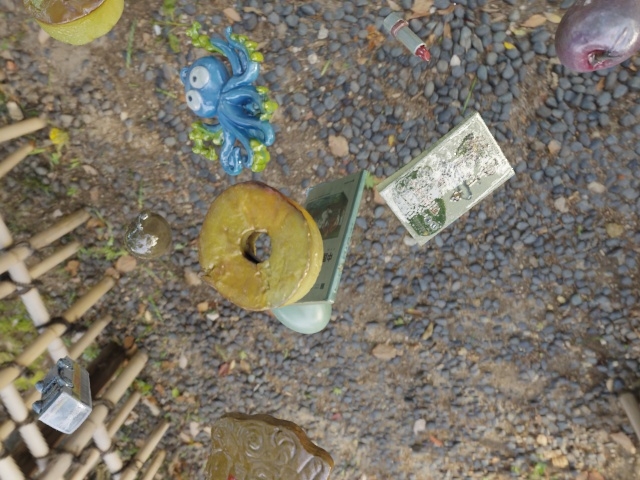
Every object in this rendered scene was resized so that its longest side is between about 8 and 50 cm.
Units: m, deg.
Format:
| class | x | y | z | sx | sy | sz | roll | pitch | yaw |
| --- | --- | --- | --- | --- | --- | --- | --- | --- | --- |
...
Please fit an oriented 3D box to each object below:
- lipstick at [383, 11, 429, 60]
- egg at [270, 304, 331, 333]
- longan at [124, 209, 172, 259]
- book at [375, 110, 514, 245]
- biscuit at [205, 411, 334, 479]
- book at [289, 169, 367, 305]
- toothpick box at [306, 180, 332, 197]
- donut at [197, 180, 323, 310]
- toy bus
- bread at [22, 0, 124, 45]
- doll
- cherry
| class | x | y | z | sx | sy | sz | roll | pitch | yaw |
| --- | --- | --- | --- | --- | --- | --- | --- | --- | --- |
| lipstick | 0.259 | -0.580 | 1.587 | 0.057 | 0.063 | 0.186 | -42 | 64 | 12 |
| egg | -0.064 | 0.160 | 1.558 | 0.231 | 0.168 | 0.168 | 49 | 118 | 19 |
| longan | -0.371 | -0.014 | 1.182 | 0.106 | 0.106 | 0.119 | 13 | 138 | 8 |
| book | 0.384 | -0.180 | 1.670 | 0.371 | 0.043 | 0.260 | -39 | 119 | 7 |
| biscuit | -0.100 | 0.460 | 1.041 | 0.273 | 0.049 | 0.257 | 11 | 99 | 21 |
| book | 0.000 | 0.000 | 1.140 | 0.025 | 0.282 | 0.215 | 26 | 158 | -28 |
| toothpick box | 0.002 | -0.150 | 1.701 | 0.052 | 0.083 | 0.052 | 22 | 124 | 38 |
| donut | -0.078 | 0.010 | 0.775 | 0.190 | 0.075 | 0.174 | 16 | 90 | 29 |
| toy bus | -0.426 | 0.253 | 0.916 | 0.064 | 0.190 | 0.075 | -48 | 114 | -12 |
| bread | -0.689 | -0.685 | 1.547 | 0.270 | 0.148 | 0.269 | -3 | 68 | 7 |
| doll | -0.233 | -0.322 | 1.316 | 0.341 | 0.099 | 0.345 | 39 | 128 | 28 |
| cherry | 0.717 | -0.540 | 1.417 | 0.213 | 0.265 | 0.184 | -2 | 152 | 45 |
